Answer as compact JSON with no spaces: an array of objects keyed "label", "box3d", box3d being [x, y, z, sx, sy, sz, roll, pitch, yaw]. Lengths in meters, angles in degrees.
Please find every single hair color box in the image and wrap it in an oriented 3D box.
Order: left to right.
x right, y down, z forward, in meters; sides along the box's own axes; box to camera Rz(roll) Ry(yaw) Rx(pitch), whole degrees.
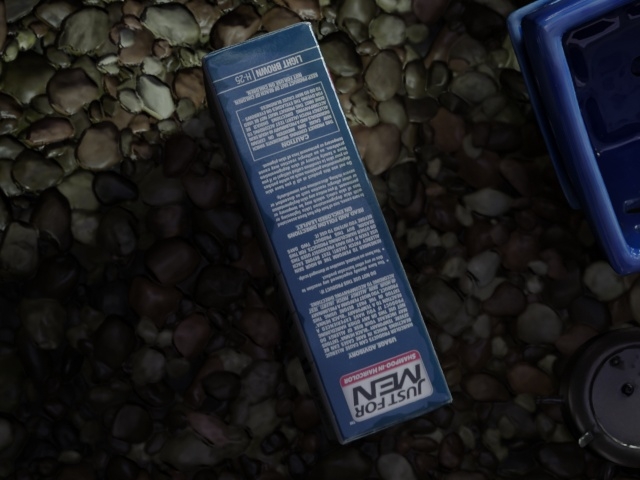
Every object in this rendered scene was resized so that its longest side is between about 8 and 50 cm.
[{"label":"hair color box","box3d":[0.000,0.000,1.156,0.105,0.174,0.347,-19,84,-5]}]

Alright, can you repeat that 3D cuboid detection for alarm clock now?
[{"label":"alarm clock","box3d":[0.307,0.133,1.206,0.192,0.064,0.129,-37,85,-8]}]

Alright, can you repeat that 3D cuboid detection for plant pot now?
[{"label":"plant pot","box3d":[0.302,-0.138,1.135,0.236,0.212,0.236,-23,105,1]}]
